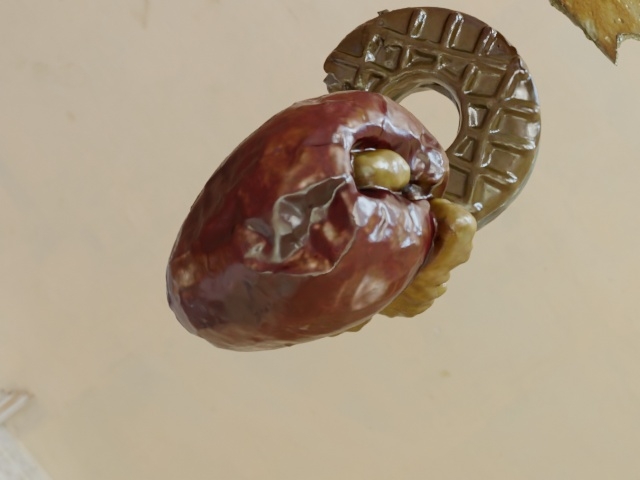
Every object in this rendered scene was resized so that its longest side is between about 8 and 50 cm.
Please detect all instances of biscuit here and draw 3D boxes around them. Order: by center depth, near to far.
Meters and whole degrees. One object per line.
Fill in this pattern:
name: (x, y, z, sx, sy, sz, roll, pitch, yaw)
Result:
biscuit: (0.186, -0.202, 1.510, 0.268, 0.366, 0.115, -35, 170, 9)

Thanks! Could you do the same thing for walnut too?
walnut: (0.000, 0.000, 0.948, 0.269, 0.244, 0.221, -32, -139, 37)

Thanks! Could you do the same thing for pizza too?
pizza: (0.410, -0.340, 1.411, 0.181, 0.262, 0.034, -21, 152, -10)
